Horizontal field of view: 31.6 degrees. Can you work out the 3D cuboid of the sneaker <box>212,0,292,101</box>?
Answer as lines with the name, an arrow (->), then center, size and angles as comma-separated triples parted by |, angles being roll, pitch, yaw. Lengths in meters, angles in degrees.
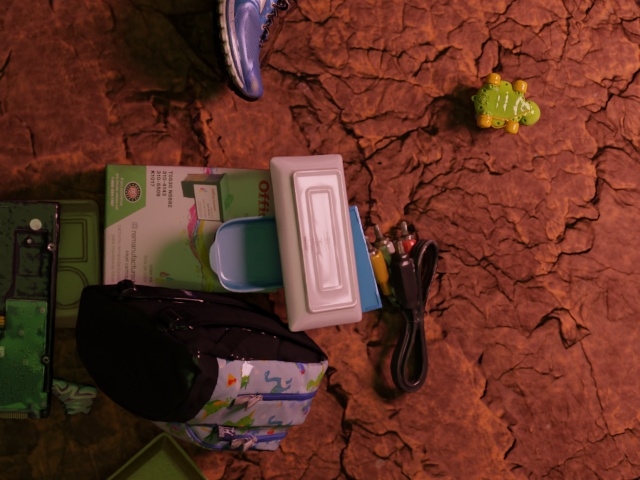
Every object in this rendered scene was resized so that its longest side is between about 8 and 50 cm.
sneaker -> -0.100, -0.390, 1.831 | 0.147, 0.130, 0.330 | 0, 90, -8

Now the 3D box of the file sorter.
file sorter -> 0.013, 0.040, 1.862 | 0.118, 0.104, 0.170 | -15, 93, -11

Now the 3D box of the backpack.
backpack -> -0.158, 0.194, 1.727 | 0.355, 0.290, 0.273 | -7, 113, -46

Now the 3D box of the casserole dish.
casserole dish -> -0.089, 0.019, 1.754 | 0.188, 0.037, 0.114 | -6, 92, -26

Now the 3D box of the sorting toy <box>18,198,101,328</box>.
sorting toy -> -0.450, 0.039, 1.813 | 0.193, 0.038, 0.208 | -2, 95, -11

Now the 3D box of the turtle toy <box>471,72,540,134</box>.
turtle toy -> 0.318, -0.228, 1.939 | 0.130, 0.066, 0.095 | 13, 89, -11

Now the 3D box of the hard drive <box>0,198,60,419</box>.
hard drive -> -0.527, 0.102, 1.741 | 0.237, 0.064, 0.339 | 2, 93, -8

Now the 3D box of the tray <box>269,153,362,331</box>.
tray -> 0.000, 0.000, 1.758 | 0.145, 0.030, 0.270 | -6, 88, -36

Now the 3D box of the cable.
cable -> 0.146, 0.108, 1.925 | 0.139, 0.072, 0.287 | -19, 108, -36

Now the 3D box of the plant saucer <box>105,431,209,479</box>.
plant saucer -> -0.265, 0.434, 1.838 | 0.188, 0.045, 0.188 | -40, 97, -8

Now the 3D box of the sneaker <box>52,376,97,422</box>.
sneaker -> -0.412, 0.258, 1.814 | 0.098, 0.038, 0.069 | 15, 86, -10

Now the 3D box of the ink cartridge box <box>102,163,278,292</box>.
ink cartridge box -> -0.207, -0.017, 1.813 | 0.278, 0.117, 0.201 | 1, 90, -12
